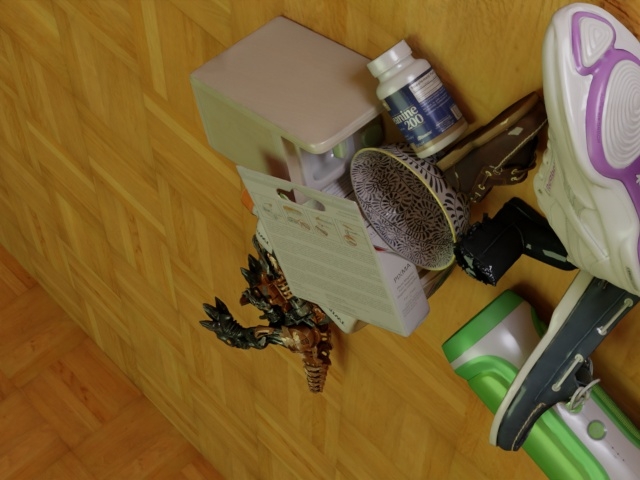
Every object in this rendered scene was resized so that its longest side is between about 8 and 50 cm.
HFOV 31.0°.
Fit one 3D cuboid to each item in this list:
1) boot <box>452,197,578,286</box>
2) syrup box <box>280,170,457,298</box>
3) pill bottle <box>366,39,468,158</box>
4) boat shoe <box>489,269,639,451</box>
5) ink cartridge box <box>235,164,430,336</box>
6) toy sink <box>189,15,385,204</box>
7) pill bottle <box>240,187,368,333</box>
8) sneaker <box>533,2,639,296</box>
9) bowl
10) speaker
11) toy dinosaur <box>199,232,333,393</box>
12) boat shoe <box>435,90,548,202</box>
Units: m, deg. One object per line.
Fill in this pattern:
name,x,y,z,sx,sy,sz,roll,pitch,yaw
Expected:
boot,0.213,0.014,1.255,0.121,0.099,0.045,41,155,25
syrup box,0.064,-0.025,1.472,0.237,0.096,0.093,44,156,12
pill bottle,0.103,-0.155,1.258,0.120,0.067,0.067,56,156,-7
boat shoe,0.264,0.133,1.240,0.079,0.095,0.254,31,109,14
ink cartridge box,0.018,0.001,1.369,0.189,0.066,0.232,18,142,36
toy sink,-0.018,-0.146,1.387,0.234,0.153,0.131,32,149,36
pill bottle,0.000,0.000,1.582,0.246,0.130,0.130,46,155,14
sneaker,0.240,-0.074,1.063,0.152,0.114,0.305,19,140,50
bowl,0.120,-0.056,1.348,0.170,0.080,0.170,40,153,25
speaker,0.280,0.203,1.366,0.296,0.131,0.131,49,156,7
toy dinosaur,-0.060,0.125,1.862,0.218,0.164,0.322,9,112,36
boat shoe,0.189,-0.092,1.192,0.073,0.073,0.207,51,163,0
